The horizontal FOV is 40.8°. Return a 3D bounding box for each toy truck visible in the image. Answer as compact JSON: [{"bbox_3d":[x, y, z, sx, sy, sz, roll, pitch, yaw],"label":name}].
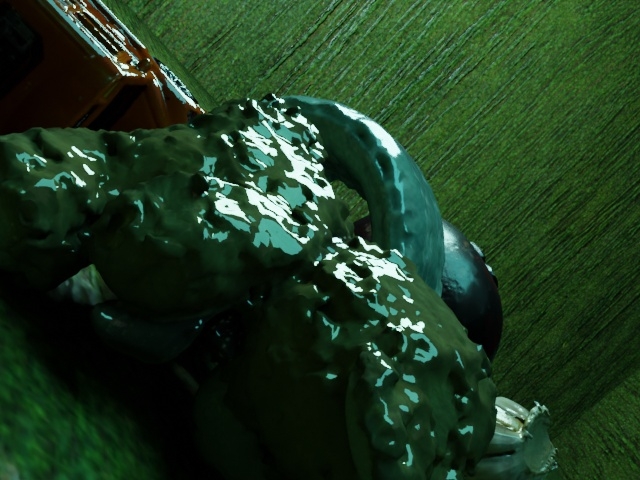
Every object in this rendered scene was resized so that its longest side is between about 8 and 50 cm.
[{"bbox_3d":[-0.184,-0.119,0.502,0.253,0.107,0.114,46,6,-12],"label":"toy truck"}]

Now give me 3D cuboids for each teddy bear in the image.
[{"bbox_3d":[-0.019,0.044,0.450,0.256,0.156,0.267,53,4,21],"label":"teddy bear"}]

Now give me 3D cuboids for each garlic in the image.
[{"bbox_3d":[0.175,0.236,1.037,0.194,0.127,0.131,18,-38,43],"label":"garlic"}]

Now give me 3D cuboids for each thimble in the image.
[{"bbox_3d":[0.000,0.000,0.676,0.235,0.198,0.143,44,4,21],"label":"thimble"}]

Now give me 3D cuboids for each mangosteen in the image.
[{"bbox_3d":[0.076,0.070,0.837,0.210,0.210,0.210,48,5,-5],"label":"mangosteen"}]
